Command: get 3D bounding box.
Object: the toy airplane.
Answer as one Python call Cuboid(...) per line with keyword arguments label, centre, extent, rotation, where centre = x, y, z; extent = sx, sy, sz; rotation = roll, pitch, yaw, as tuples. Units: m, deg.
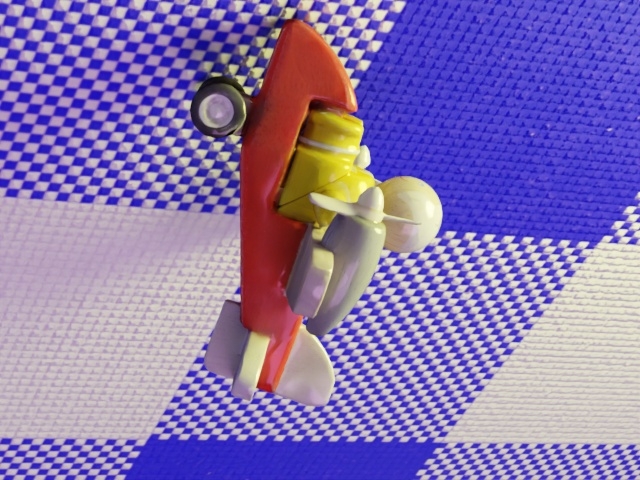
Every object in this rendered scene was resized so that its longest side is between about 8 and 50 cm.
Cuboid(label="toy airplane", centre=(0.000, 0.000, 1.943), extent=(0.272, 0.386, 0.384), rotation=(-2, 143, -2))
